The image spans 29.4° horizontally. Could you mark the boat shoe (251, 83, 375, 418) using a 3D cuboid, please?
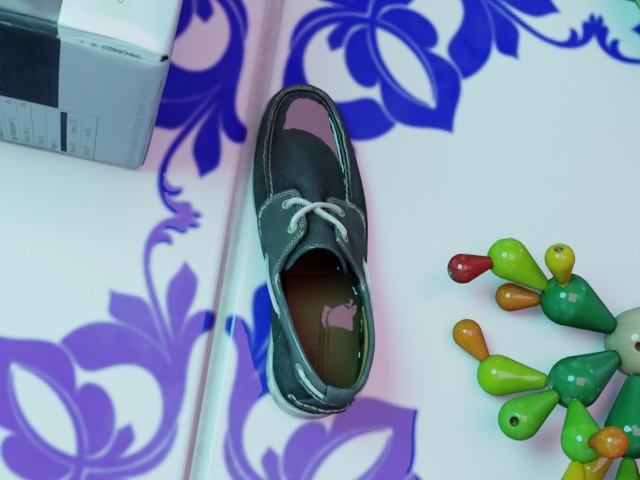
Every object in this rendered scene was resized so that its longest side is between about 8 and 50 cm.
[{"bbox_3d":[0.000,0.000,0.824,0.084,0.079,0.233,-1,76,-11],"label":"boat shoe"}]

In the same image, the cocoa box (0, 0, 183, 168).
[{"bbox_3d":[-0.182,-0.254,0.758,0.228,0.231,0.347,12,75,-9],"label":"cocoa box"}]

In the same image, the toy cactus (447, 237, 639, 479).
[{"bbox_3d":[0.196,0.081,0.845,0.180,0.112,0.219,-24,75,-26],"label":"toy cactus"}]

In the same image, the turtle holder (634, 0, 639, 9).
[{"bbox_3d":[0.387,-0.254,0.888,0.320,0.227,0.243,-14,80,-15],"label":"turtle holder"}]
